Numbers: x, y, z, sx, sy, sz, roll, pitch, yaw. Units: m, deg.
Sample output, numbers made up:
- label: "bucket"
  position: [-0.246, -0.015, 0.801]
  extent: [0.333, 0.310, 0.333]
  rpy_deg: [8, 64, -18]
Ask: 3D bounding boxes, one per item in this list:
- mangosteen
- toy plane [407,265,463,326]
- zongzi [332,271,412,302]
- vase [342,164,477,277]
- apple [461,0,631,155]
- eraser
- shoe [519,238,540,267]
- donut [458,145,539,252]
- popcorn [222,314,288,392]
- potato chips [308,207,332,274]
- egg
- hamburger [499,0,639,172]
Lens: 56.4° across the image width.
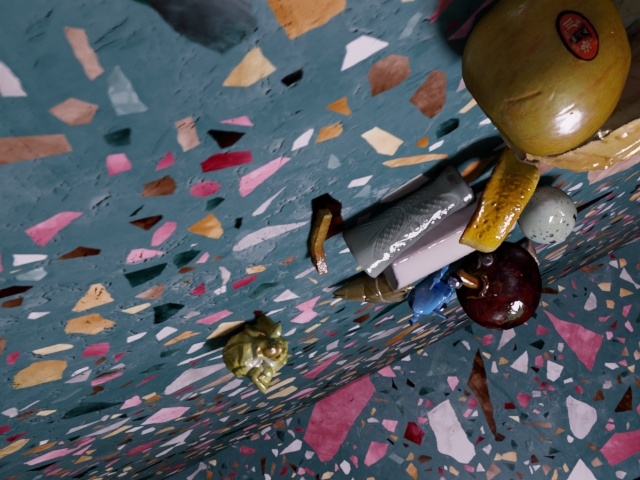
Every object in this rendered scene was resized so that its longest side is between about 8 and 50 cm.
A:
- label: "mangosteen"
  position: [0.442, 0.114, 1.551]
  extent: [0.261, 0.236, 0.235]
  rpy_deg: [9, 141, -36]
- label: "toy plane"
  position: [0.267, 0.122, 1.410]
  extent: [0.254, 0.105, 0.271]
  rpy_deg: [-64, 173, 24]
- label: "zongzi"
  position: [0.119, 0.115, 1.358]
  extent: [0.176, 0.079, 0.160]
  rpy_deg: [-17, 160, 1]
- label: "vase"
  position: [0.152, -0.036, 1.005]
  extent: [0.219, 0.096, 0.096]
  rpy_deg: [-35, 159, 12]
- label: "apple"
  position: [0.241, -0.185, 0.636]
  extent: [0.155, 0.182, 0.182]
  rpy_deg: [-42, 157, 15]
- label: "eraser"
  position: [0.251, -0.004, 1.199]
  extent: [0.270, 0.095, 0.174]
  rpy_deg: [-26, 160, -1]
- label: "shoe"
  position: [0.612, 0.054, 1.825]
  extent: [0.092, 0.089, 0.180]
  rpy_deg: [-19, 160, 13]
- label: "donut"
  position: [0.309, -0.063, 1.021]
  extent: [0.190, 0.074, 0.174]
  rpy_deg: [-68, 166, 20]
- label: "popcorn"
  position: [-0.138, 0.236, 1.267]
  extent: [0.141, 0.163, 0.135]
  rpy_deg: [-4, -165, 1]
- label: "potato chips"
  position: [0.000, 0.000, 0.983]
  extent: [0.026, 0.037, 0.204]
  rpy_deg: [-31, 157, -19]
- label: "egg"
  position: [0.502, -0.057, 1.330]
  extent: [0.131, 0.131, 0.164]
  rpy_deg: [-34, 161, 17]
- label: "hamburger"
  position: [0.396, -0.201, 0.809]
  extent: [0.329, 0.162, 0.209]
  rpy_deg: [-34, 162, 10]
